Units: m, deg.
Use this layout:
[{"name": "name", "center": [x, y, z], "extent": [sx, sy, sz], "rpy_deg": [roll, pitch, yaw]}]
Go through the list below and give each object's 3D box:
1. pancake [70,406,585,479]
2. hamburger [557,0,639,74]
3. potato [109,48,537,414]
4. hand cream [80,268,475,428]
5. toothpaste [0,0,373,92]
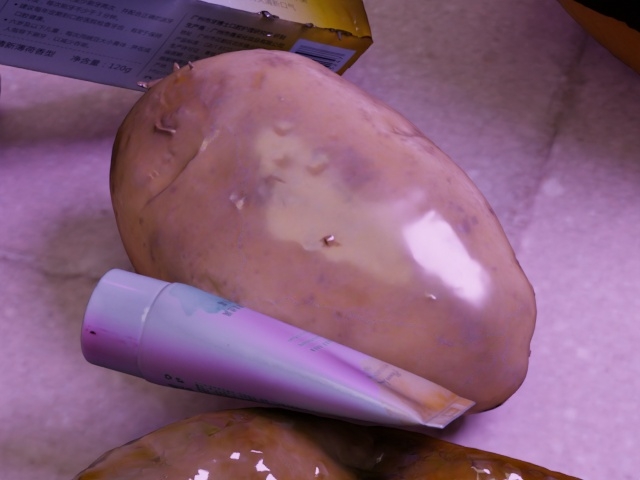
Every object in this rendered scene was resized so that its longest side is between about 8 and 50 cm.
[{"name": "pancake", "center": [0.017, 0.169, 0.643], "extent": [0.386, 0.082, 0.387], "rpy_deg": [4, 22, -2]}, {"name": "hamburger", "center": [0.223, -0.196, 0.901], "extent": [0.302, 0.302, 0.170], "rpy_deg": [36, 77, 30]}, {"name": "potato", "center": [0.003, -0.004, 0.866], "extent": [0.234, 0.128, 0.161], "rpy_deg": [16, 70, 12]}, {"name": "hand cream", "center": [-0.020, 0.056, 0.777], "extent": [0.174, 0.047, 0.076], "rpy_deg": [15, 7, 15]}, {"name": "toothpaste", "center": [-0.123, -0.129, 0.894], "extent": [0.312, 0.089, 0.071], "rpy_deg": [8, 54, -35]}]
